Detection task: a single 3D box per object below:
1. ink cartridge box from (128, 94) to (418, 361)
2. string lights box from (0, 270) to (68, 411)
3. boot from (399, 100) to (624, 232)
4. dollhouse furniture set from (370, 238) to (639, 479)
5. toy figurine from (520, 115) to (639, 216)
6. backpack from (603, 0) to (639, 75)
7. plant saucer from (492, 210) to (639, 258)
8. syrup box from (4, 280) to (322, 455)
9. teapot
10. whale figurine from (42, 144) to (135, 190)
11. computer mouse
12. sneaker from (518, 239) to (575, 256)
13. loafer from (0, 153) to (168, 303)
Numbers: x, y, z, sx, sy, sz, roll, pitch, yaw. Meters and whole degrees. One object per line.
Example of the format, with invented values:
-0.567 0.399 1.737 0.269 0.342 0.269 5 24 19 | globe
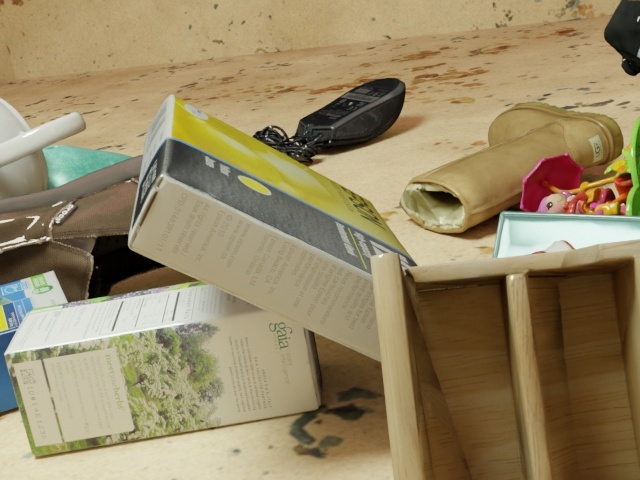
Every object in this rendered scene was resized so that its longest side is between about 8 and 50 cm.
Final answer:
0.000 0.000 0.771 0.307 0.072 0.303 25 12 -15 | ink cartridge box
-0.352 0.115 0.858 0.259 0.077 0.133 -16 21 -19 | string lights box
0.210 -0.096 1.201 0.269 0.089 0.236 -24 14 -25 | boot
0.150 0.054 0.389 0.256 0.362 0.394 -7 -9 4 | dollhouse furniture set
0.287 -0.044 1.020 0.159 0.130 0.173 -11 38 42 | toy figurine
0.578 -0.225 1.127 0.290 0.273 0.355 -2 43 -42 | backpack
0.255 0.003 0.917 0.192 0.067 0.018 3 -18 35 | plant saucer
-0.122 0.095 0.776 0.237 0.093 0.096 -10 18 -1 | syrup box
-0.409 -0.087 1.112 0.256 0.252 0.187 34 44 19 | teapot
-0.295 -0.074 1.288 0.272 0.141 0.216 -22 22 -28 | whale figurine
0.033 -0.192 1.613 0.272 0.072 0.188 -30 26 -18 | computer mouse
0.173 0.065 0.777 0.128 0.087 0.221 -17 6 2 | sneaker
-0.282 0.024 0.998 0.366 0.134 0.130 -26 59 -12 | loafer
